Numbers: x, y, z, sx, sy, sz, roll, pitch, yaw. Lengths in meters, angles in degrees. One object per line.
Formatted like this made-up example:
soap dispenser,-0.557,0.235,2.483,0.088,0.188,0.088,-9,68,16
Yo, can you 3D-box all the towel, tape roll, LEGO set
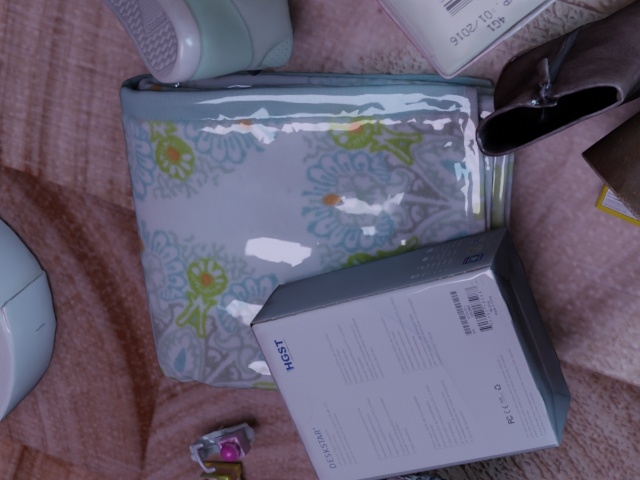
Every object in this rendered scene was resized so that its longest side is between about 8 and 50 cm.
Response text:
towel,0.000,0.000,1.267,0.375,0.090,0.320,3,112,17
tape roll,-0.431,0.086,1.438,0.286,0.100,0.286,7,113,16
LEGO set,-0.071,0.340,1.413,0.132,0.107,0.287,-27,98,34

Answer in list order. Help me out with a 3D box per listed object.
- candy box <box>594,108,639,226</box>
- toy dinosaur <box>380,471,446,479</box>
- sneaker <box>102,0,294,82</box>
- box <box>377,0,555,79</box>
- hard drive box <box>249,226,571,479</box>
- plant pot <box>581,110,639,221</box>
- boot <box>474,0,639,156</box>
candy box,0.356,-0.035,1.170,0.206,0.027,0.105,24,114,7
toy dinosaur,0.109,0.280,1.299,0.164,0.322,0.218,-48,114,-6
sneaker,-0.120,-0.243,1.209,0.094,0.151,0.255,-52,56,41
box,0.122,-0.244,1.041,0.127,0.232,0.148,-37,97,28
hard drive box,0.082,0.108,1.193,0.232,0.089,0.181,-14,109,23
plant pot,0.362,-0.071,1.043,0.215,0.215,0.230,44,103,-3
boot,0.252,-0.138,1.058,0.249,0.207,0.090,-19,105,24
